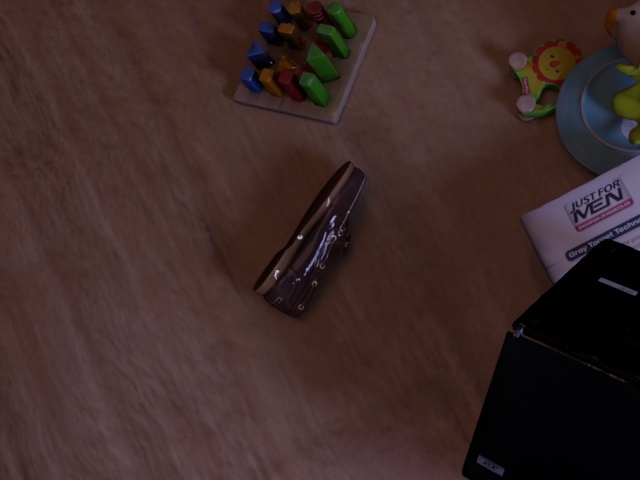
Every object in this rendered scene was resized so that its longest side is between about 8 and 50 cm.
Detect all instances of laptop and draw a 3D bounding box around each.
[{"bbox_3d":[0.301,0.151,1.162,0.234,0.136,0.264,24,49,38],"label":"laptop"}]

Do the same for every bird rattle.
[{"bbox_3d":[0.444,-0.229,1.388,0.253,0.143,0.207,-22,50,-6],"label":"bird rattle"}]

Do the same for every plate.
[{"bbox_3d":[0.378,-0.161,1.451,0.188,0.024,0.188,-4,69,11],"label":"plate"}]

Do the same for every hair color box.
[{"bbox_3d":[0.375,0.091,1.319,0.174,0.105,0.347,-28,63,10],"label":"hair color box"}]

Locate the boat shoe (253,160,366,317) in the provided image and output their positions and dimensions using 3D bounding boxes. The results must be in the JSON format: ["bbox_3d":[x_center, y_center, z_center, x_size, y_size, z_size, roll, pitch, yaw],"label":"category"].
[{"bbox_3d":[0.000,0.000,1.522,0.073,0.073,0.207,35,87,-10],"label":"boat shoe"}]

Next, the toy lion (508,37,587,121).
[{"bbox_3d":[0.288,-0.205,1.512,0.096,0.034,0.100,-9,67,9],"label":"toy lion"}]

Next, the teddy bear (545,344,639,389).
[{"bbox_3d":[0.332,0.209,1.187,0.338,0.113,0.245,13,71,35],"label":"teddy bear"}]

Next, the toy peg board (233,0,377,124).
[{"bbox_3d":[-0.032,-0.257,1.623,0.160,0.079,0.161,15,76,25],"label":"toy peg board"}]
